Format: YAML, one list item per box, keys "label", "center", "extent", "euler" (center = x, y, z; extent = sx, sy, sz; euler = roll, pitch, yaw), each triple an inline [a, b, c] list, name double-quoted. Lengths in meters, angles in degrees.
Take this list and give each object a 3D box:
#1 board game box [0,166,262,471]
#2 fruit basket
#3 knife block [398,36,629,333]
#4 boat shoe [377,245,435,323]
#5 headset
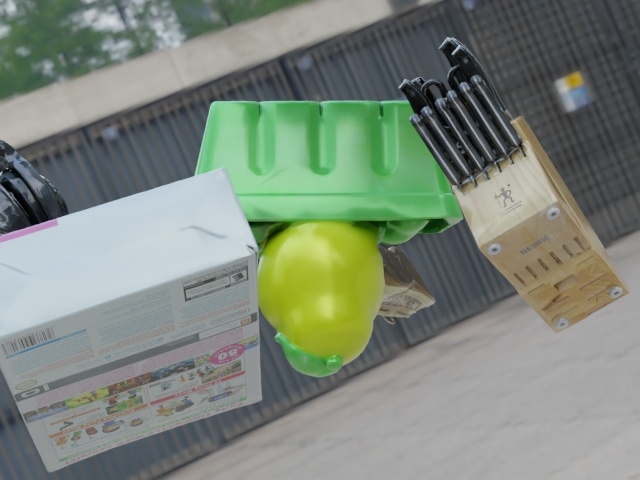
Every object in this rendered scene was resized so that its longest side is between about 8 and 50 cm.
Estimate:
- label: "board game box"
  center: [-0.170, 0.082, 1.151]
  extent: [0.224, 0.097, 0.303]
  euler: [-17, -28, -12]
- label: "fruit basket"
  center: [0.000, 0.000, 1.728]
  extent: [0.392, 0.392, 0.283]
  euler: [-24, -3, -5]
- label: "knife block"
  center: [0.187, -0.067, 1.299]
  extent: [0.088, 0.242, 0.276]
  euler: [-31, -44, 16]
- label: "boat shoe"
  center: [0.100, 0.070, 1.992]
  extent: [0.089, 0.104, 0.285]
  euler: [-38, -20, 11]
- label: "headset"
  center: [-0.339, 0.029, 1.363]
  extent: [0.243, 0.394, 0.185]
  euler: [-63, 20, -16]
